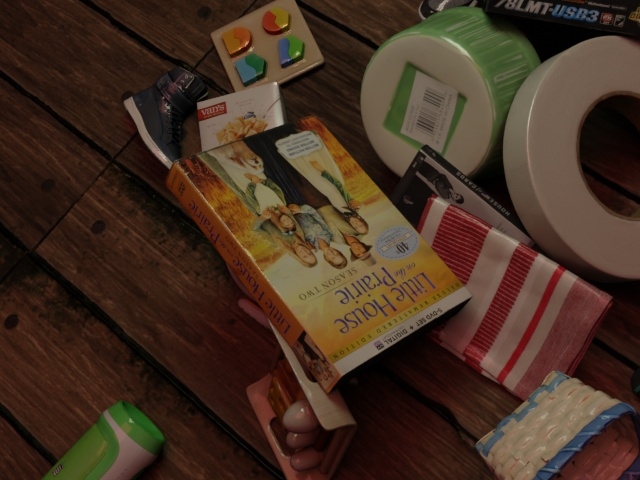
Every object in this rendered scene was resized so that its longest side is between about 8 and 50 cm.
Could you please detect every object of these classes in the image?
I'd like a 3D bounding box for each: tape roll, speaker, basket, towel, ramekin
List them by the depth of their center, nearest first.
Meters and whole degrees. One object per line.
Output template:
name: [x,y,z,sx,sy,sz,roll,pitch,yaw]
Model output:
basket: [0.389,0.342,1.210,0.255,0.201,0.289,-40,37,-3]
tape roll: [0.470,-0.126,1.348,0.392,0.072,0.391,3,83,-22]
towel: [0.271,0.101,1.367,0.329,0.037,0.237,33,122,24]
ramekin: [0.212,-0.231,1.441,0.303,0.303,0.148,35,39,24]
speaker: [-0.405,0.417,1.450,0.131,0.131,0.296,40,83,25]

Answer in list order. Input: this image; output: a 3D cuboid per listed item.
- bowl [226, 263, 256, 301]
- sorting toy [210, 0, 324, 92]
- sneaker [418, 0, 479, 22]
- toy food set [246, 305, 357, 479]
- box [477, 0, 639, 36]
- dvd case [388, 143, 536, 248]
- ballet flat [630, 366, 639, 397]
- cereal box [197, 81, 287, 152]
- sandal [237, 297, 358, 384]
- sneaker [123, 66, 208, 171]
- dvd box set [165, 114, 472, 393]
bowl: [-0.052,-0.025,1.503,0.298,0.134,0.297,-2,79,11]
sorting toy: [-0.114,-0.401,1.754,0.193,0.038,0.208,-26,64,4]
sneaker: [0.288,-0.533,1.636,0.269,0.153,0.101,-40,64,-3]
toy food set: [-0.052,0.258,1.338,0.093,0.306,0.219,-18,61,-23]
box: [0.419,-0.410,1.453,0.294,0.295,0.073,10,111,3]
dvd case: [0.223,-0.022,1.417,0.239,0.179,0.030,41,46,11]
ballet flat: [0.570,0.175,1.318,0.203,0.074,0.074,-36,64,-2]
cereal box: [-0.143,-0.177,1.656,0.173,0.047,0.240,-13,71,10]
sandal: [-0.032,0.152,1.472,0.265,0.102,0.076,33,83,26]
sneaker: [-0.286,-0.247,1.711,0.163,0.086,0.226,-33,63,3]
dvd box set: [0.000,0.000,1.333,0.308,0.062,0.420,-24,67,-38]
